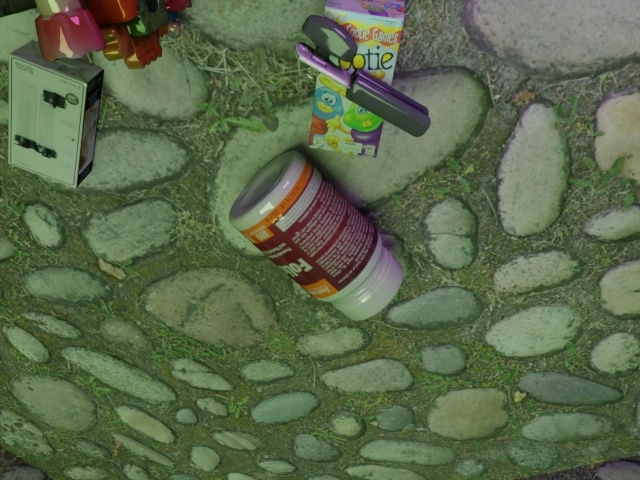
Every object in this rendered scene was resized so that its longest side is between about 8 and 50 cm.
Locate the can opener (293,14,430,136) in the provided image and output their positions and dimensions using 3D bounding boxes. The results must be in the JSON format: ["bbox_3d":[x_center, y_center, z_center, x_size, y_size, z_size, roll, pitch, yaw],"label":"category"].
[{"bbox_3d":[0.079,-0.279,0.964,0.280,0.074,0.093,30,126,-16],"label":"can opener"}]

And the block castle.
[{"bbox_3d":[-0.417,-0.387,0.908,0.303,0.453,0.212,-3,120,10],"label":"block castle"}]

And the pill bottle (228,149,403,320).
[{"bbox_3d":[0.000,0.000,1.287,0.224,0.224,0.392,-33,116,30],"label":"pill bottle"}]

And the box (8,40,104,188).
[{"bbox_3d":[-0.604,-0.276,1.251,0.169,0.087,0.290,20,128,-7],"label":"box"}]

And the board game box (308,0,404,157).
[{"bbox_3d":[0.067,-0.322,1.072,0.144,0.142,0.275,9,129,2],"label":"board game box"}]
